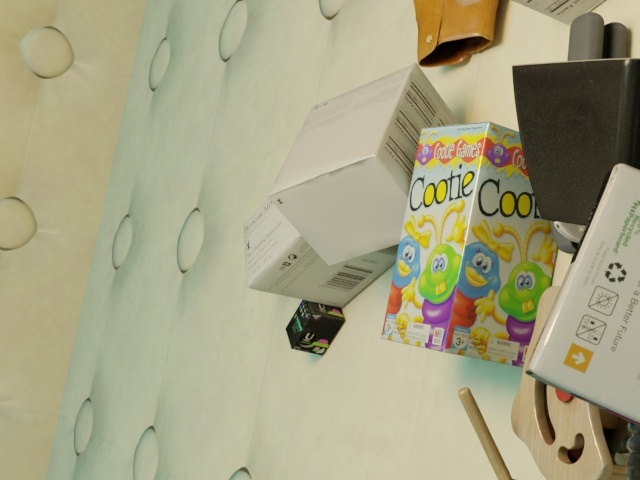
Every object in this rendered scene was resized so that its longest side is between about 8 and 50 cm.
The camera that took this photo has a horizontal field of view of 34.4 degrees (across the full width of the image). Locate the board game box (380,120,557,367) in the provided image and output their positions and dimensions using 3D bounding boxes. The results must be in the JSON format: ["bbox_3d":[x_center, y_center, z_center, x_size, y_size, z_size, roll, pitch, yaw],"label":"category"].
[{"bbox_3d":[0.195,0.006,1.283,0.142,0.144,0.275,3,81,61],"label":"board game box"}]

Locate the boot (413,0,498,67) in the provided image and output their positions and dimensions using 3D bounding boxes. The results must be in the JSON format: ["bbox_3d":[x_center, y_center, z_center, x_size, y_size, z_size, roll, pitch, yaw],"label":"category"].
[{"bbox_3d":[0.161,-0.362,1.558,0.295,0.104,0.211,-1,76,57],"label":"boot"}]

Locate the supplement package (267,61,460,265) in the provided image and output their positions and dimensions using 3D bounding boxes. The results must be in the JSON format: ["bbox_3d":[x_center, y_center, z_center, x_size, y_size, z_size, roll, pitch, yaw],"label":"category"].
[{"bbox_3d":[0.070,-0.104,1.437,0.194,0.149,0.203,-18,34,38],"label":"supplement package"}]

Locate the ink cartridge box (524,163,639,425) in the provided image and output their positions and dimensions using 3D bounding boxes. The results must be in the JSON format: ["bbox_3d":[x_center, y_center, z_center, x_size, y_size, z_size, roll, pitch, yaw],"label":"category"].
[{"bbox_3d":[0.358,0.095,0.771,0.069,0.371,0.175,52,-118,-78],"label":"ink cartridge box"}]

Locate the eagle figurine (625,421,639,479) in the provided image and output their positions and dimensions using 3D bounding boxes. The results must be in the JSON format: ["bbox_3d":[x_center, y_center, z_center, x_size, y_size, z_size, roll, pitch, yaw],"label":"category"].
[{"bbox_3d":[0.376,0.104,0.870,0.226,0.225,0.298,-31,40,39],"label":"eagle figurine"}]

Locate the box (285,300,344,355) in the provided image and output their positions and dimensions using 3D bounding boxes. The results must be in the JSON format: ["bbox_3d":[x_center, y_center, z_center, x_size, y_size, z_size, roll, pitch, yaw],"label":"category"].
[{"bbox_3d":[-0.009,0.137,1.686,0.083,0.062,0.052,-59,31,28],"label":"box"}]

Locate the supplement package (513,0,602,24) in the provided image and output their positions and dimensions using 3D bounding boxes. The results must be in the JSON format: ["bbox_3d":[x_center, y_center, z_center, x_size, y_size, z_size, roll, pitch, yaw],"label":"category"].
[{"bbox_3d":[0.311,-0.442,1.271,0.204,0.145,0.262,-34,48,51],"label":"supplement package"}]

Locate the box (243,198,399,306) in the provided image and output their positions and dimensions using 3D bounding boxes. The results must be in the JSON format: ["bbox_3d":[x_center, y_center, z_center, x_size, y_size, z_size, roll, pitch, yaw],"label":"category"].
[{"bbox_3d":[0.000,0.000,1.604,0.181,0.182,0.119,-44,42,45],"label":"box"}]

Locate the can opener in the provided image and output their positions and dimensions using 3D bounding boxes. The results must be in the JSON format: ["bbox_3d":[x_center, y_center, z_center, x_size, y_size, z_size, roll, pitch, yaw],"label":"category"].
[{"bbox_3d":[0.306,-0.127,1.214,0.093,0.074,0.280,-8,71,61],"label":"can opener"}]

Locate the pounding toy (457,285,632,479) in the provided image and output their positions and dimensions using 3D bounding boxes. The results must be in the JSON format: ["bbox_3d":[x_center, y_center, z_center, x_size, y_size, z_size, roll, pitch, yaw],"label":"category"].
[{"bbox_3d":[0.242,0.166,1.031,0.154,0.155,0.269,26,105,64],"label":"pounding toy"}]

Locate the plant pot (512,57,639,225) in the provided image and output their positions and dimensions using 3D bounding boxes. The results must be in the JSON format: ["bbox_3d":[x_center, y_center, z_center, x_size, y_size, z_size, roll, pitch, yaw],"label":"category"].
[{"bbox_3d":[0.322,-0.096,1.076,0.187,0.188,0.167,15,104,62],"label":"plant pot"}]
